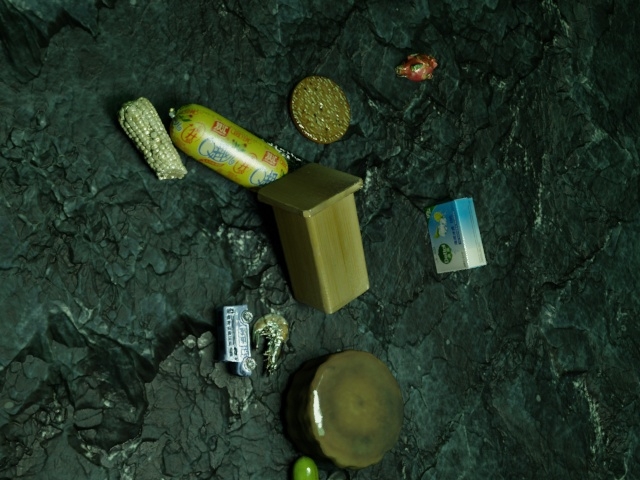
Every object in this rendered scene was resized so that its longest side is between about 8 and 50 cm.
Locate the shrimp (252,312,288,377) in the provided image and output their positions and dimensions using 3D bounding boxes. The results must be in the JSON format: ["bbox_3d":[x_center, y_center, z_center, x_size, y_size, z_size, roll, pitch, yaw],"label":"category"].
[{"bbox_3d":[-0.129,0.254,1.843,0.091,0.034,0.160,17,67,-17],"label":"shrimp"}]

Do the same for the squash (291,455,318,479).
[{"bbox_3d":[-0.031,0.619,1.823,0.066,0.066,0.201,-8,93,-33],"label":"squash"}]

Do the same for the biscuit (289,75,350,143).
[{"bbox_3d":[-0.002,-0.349,2.020,0.188,0.027,0.187,5,80,-30],"label":"biscuit"}]

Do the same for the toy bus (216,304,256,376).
[{"bbox_3d":[-0.202,0.237,1.772,0.076,0.073,0.167,2,78,-29],"label":"toy bus"}]

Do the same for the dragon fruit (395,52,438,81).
[{"bbox_3d":[0.276,-0.500,2.190,0.116,0.086,0.081,-21,132,-25],"label":"dragon fruit"}]

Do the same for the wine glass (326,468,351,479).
[{"bbox_3d":[0.121,0.670,1.872,0.241,0.126,0.126,35,65,-19],"label":"wine glass"}]

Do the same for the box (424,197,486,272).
[{"bbox_3d":[0.378,-0.013,2.135,0.073,0.139,0.194,-10,87,-32],"label":"box"}]

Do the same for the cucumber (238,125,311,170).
[{"bbox_3d":[-0.137,-0.235,1.906,0.257,0.044,0.043,24,113,-25],"label":"cucumber"}]

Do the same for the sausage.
[{"bbox_3d":[-0.214,-0.213,1.806,0.347,0.123,0.123,29,68,-26],"label":"sausage"}]

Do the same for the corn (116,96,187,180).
[{"bbox_3d":[-0.386,-0.224,1.728,0.087,0.087,0.210,-34,102,-31],"label":"corn"}]

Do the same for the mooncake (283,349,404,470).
[{"bbox_3d":[0.057,0.411,1.852,0.291,0.161,0.290,7,76,-32],"label":"mooncake"}]

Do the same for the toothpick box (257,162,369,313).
[{"bbox_3d":[0.000,0.000,1.827,0.188,0.190,0.308,-33,125,-33],"label":"toothpick box"}]
